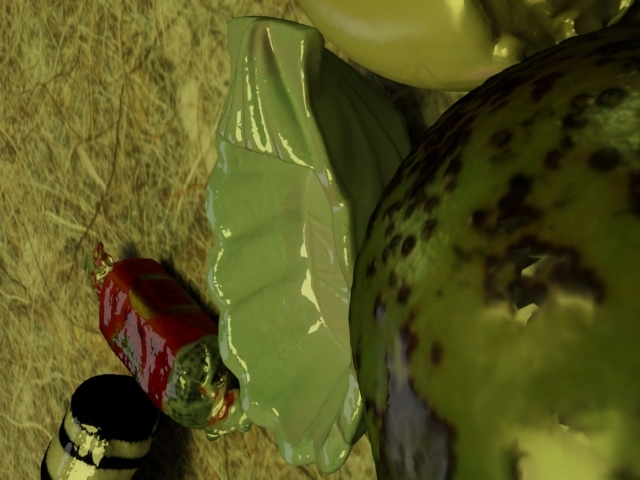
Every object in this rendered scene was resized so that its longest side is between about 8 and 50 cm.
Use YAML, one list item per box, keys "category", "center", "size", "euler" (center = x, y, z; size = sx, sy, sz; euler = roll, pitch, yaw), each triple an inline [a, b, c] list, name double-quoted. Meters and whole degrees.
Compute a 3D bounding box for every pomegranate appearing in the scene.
- category: "pomegranate"
  center: [0.182, 0.027, 0.474]
  size: [0.340, 0.285, 0.285]
  euler: [-24, 74, 21]

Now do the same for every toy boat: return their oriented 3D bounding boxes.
- category: "toy boat"
  center: [0.000, 0.000, 0.826]
  size: [0.199, 0.100, 0.290]
  euler: [22, 123, 54]

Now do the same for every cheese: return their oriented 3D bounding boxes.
- category: "cheese"
  center: [0.071, -0.212, 0.668]
  size: [0.233, 0.127, 0.266]
  euler: [11, 108, 51]

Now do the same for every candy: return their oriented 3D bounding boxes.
- category: "candy"
  center: [-0.131, 0.083, 1.085]
  size: [0.292, 0.059, 0.086]
  euler: [42, 126, 43]

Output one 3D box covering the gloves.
- category: "gloves"
  center: [-0.201, 0.235, 1.165]
  size: [0.140, 0.131, 0.219]
  euler: [47, 124, 44]
